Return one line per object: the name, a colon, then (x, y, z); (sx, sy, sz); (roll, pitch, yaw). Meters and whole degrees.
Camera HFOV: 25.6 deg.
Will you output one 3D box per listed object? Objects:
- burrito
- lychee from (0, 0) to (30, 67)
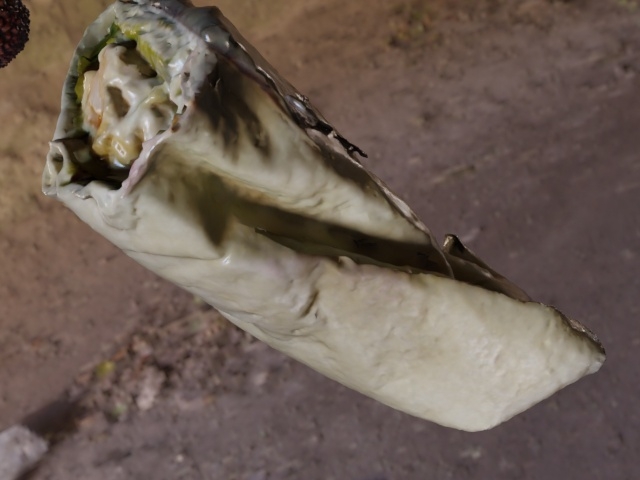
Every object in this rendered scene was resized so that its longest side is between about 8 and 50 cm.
burrito: (0.000, 0.002, 0.822); (0.135, 0.332, 0.190); (-56, 27, -4)
lychee: (-0.390, -0.239, 1.586); (0.129, 0.123, 0.123); (6, 27, 4)
